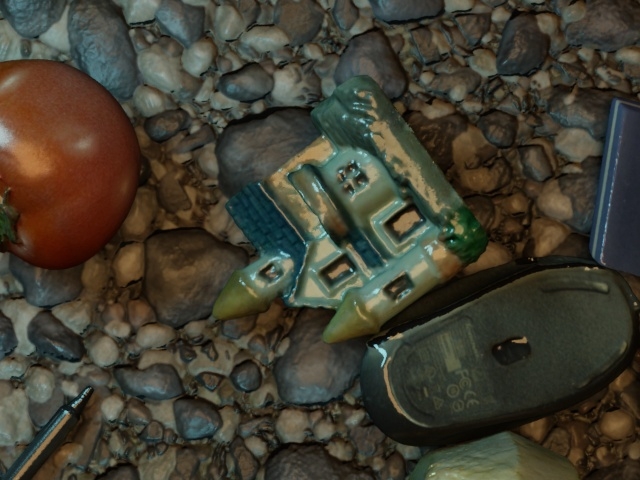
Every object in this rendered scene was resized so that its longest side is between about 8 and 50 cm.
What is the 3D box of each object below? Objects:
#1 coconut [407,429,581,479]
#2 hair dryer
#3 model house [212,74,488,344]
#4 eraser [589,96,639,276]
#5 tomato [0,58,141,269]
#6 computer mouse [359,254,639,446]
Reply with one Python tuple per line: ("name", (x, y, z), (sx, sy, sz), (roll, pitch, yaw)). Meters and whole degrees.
("coconut", (0.218, 0.361, 1.836), (0.259, 0.259, 0.259), (0, 89, -3))
("hair dryer", (-0.365, 0.251, 1.907), (0.173, 0.050, 0.195), (26, 84, -3))
("model house", (0.000, 0.000, 1.859), (0.325, 0.194, 0.267), (-37, 91, 1))
("eraser", (0.392, -0.068, 1.929), (0.082, 0.036, 0.225), (13, 81, -21))
("tomato", (-0.336, -0.092, 1.809), (0.256, 0.256, 0.224), (39, 59, -2))
("computer mouse", (0.216, 0.136, 1.900), (0.374, 0.114, 0.203), (-15, 87, -16))
